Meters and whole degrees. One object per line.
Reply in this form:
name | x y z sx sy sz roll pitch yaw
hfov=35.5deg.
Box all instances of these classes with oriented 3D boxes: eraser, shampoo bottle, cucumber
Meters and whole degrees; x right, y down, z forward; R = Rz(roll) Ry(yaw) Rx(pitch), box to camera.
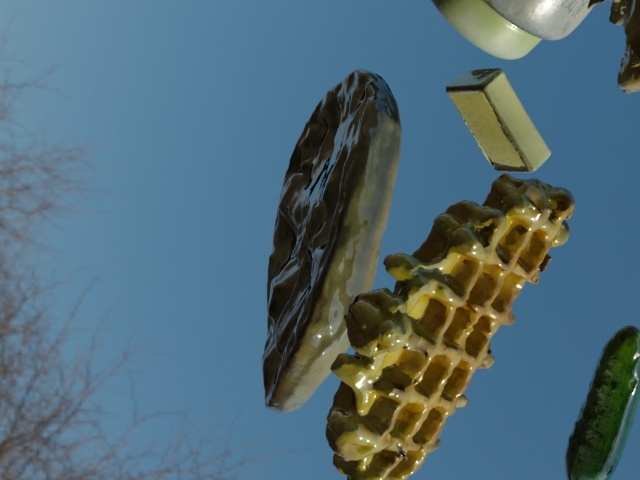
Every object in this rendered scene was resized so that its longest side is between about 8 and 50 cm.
eraser | 0.285 -0.192 1.603 0.058 0.172 0.117 -41 -160 -14
shampoo bottle | 0.368 -0.519 1.824 0.317 0.322 0.322 -48 -134 29
cucumber | 0.279 0.178 0.984 0.056 0.056 0.250 -127 -144 -47

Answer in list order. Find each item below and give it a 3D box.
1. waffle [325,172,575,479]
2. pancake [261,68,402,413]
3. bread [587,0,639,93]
waffle | 0.074 0.051 0.553 0.046 0.192 0.160 33 -30 35
pancake | 0.000 0.000 0.827 0.294 0.049 0.294 -164 -90 -78
bread | 0.450 -0.338 1.174 0.370 0.191 0.314 -60 -152 -8
